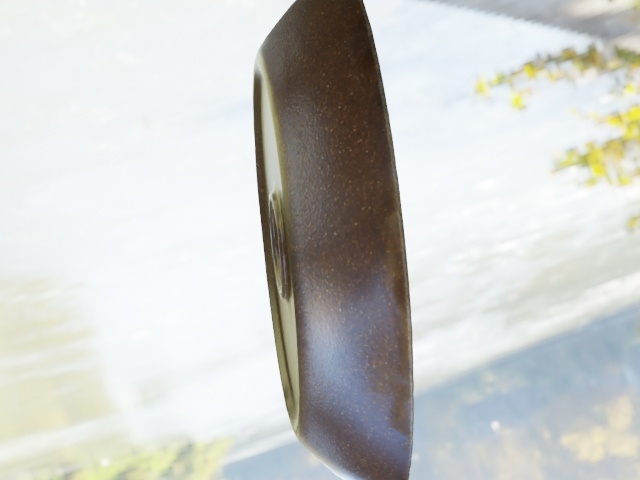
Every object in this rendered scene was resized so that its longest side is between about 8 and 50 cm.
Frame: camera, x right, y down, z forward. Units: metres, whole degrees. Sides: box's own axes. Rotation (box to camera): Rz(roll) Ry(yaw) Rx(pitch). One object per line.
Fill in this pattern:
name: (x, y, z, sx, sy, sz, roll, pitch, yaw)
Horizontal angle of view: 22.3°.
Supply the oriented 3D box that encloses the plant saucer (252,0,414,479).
plant saucer: (0.000, 0.000, 0.596, 0.036, 0.199, 0.198, -6, 172, -6)
